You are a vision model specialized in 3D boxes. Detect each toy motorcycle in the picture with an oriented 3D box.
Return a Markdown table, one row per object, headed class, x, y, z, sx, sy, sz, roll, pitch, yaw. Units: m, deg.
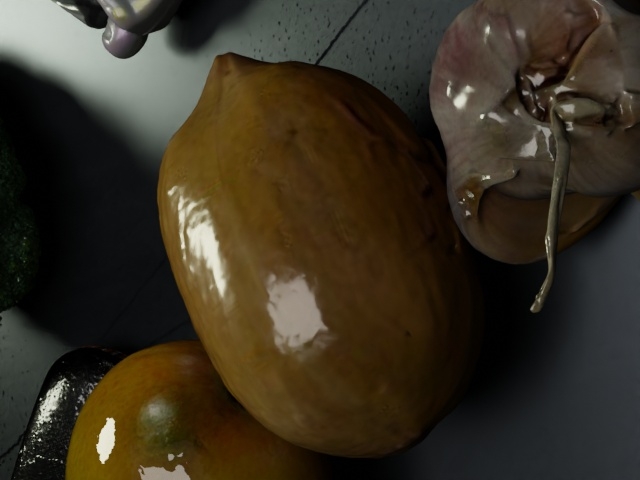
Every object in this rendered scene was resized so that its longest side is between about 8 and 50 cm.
| class | x | y | z | sx | sy | sz | roll | pitch | yaw |
| --- | --- | --- | --- | --- | --- | --- | --- | --- | --- |
| toy motorcycle | -0.139 | -0.214 | 1.326 | 0.225 | 0.073 | 0.152 | -9 | 92 | 36 |

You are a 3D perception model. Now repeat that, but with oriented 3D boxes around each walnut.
| class | x | y | z | sx | sy | sz | roll | pitch | yaw |
| --- | --- | --- | --- | --- | --- | --- | --- | --- | --- |
| walnut | 0.000 | 0.000 | 1.182 | 0.203 | 0.203 | 0.298 | -30 | 77 | 32 |

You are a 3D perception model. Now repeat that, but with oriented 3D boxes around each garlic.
| class | x | y | z | sx | sy | sz | roll | pitch | yaw |
| --- | --- | --- | --- | --- | --- | --- | --- | --- | --- |
| garlic | 0.174 | -0.052 | 1.070 | 0.207 | 0.207 | 0.257 | -48 | 32 | 28 |

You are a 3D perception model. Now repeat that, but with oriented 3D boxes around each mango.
| class | x | y | z | sx | sy | sz | roll | pitch | yaw |
| --- | --- | --- | --- | --- | --- | --- | --- | --- | --- |
| mango | -0.088 | 0.223 | 1.281 | 0.211 | 0.173 | 0.317 | 20 | 117 | 32 |

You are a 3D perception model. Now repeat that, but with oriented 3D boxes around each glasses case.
| class | x | y | z | sx | sy | sz | roll | pitch | yaw |
| --- | --- | --- | --- | --- | --- | --- | --- | --- | --- |
| glasses case | -0.196 | 0.210 | 1.411 | 0.103 | 0.067 | 0.267 | 26 | 108 | 21 |

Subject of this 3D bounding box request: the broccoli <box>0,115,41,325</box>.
| class | x | y | z | sx | sy | sz | roll | pitch | yaw |
| --- | --- | --- | --- | --- | --- | --- | --- | --- | --- |
| broccoli | -0.354 | -0.019 | 1.419 | 0.269 | 0.261 | 0.241 | 45 | 153 | -21 |
